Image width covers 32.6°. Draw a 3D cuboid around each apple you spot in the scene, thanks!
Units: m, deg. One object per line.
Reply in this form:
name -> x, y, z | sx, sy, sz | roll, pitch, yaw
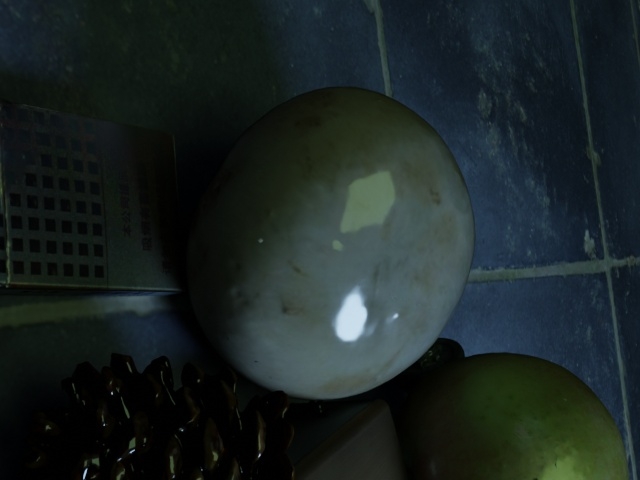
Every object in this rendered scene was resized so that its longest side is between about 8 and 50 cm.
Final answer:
apple -> 0.234, 0.299, 1.377 | 0.277, 0.319, 0.319 | -6, 86, -15

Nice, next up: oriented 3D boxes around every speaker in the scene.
speaker -> -0.021, 0.300, 1.229 | 0.231, 0.153, 0.192 | -29, 106, -53

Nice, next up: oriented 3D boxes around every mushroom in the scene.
mushroom -> 0.000, 0.000, 1.263 | 0.362, 0.295, 0.362 | -17, 117, -36

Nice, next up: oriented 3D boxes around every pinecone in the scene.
pinecone -> -0.149, 0.219, 1.022 | 0.273, 0.224, 0.224 | 15, 68, -22

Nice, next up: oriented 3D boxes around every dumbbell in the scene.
dumbbell -> 0.171, 0.249, 1.564 | 0.110, 0.110, 0.254 | -43, 123, -50

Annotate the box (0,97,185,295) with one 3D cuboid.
box -> -0.261, -0.036, 1.063 | 0.325, 0.047, 0.180 | 5, 78, -55
